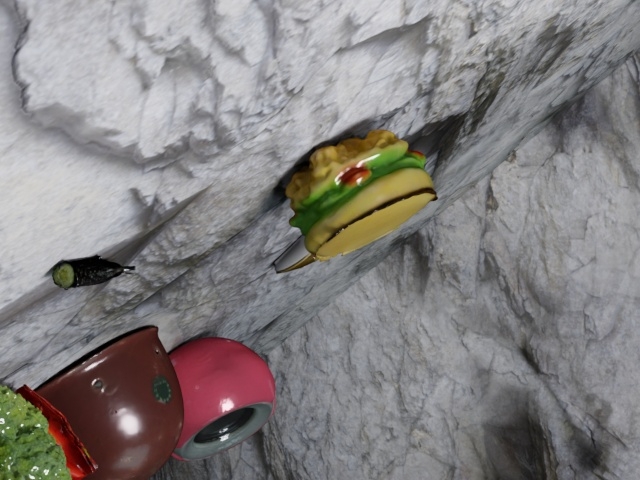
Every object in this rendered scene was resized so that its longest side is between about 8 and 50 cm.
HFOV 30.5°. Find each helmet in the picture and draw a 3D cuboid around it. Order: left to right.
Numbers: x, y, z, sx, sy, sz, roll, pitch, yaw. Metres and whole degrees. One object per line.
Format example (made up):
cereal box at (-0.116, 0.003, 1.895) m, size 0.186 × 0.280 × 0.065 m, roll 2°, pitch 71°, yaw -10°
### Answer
helmet at (-0.388, 0.348, 2.136) m, size 0.385 × 0.230 × 0.337 m, roll -44°, pitch 169°, yaw 36°

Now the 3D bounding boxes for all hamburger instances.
hamburger at (0.055, -0.081, 1.808) m, size 0.237 × 0.149 × 0.237 m, roll -27°, pitch 167°, yaw -7°

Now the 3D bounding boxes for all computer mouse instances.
computer mouse at (0.000, 0.000, 2.355) m, size 0.126 × 0.056 × 0.245 m, roll -26°, pitch 168°, yaw -49°

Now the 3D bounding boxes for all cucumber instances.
cucumber at (-0.285, 0.038, 1.485) m, size 0.163 × 0.043 × 0.039 m, roll -16°, pitch 116°, yaw -75°

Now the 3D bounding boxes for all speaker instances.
speaker at (-0.241, 0.347, 2.575) m, size 0.294 × 0.294 × 0.294 m, roll -35°, pitch 172°, yaw -6°

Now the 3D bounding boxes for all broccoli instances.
broccoli at (-0.480, 0.358, 1.691) m, size 0.302 × 0.254 × 0.186 m, roll -46°, pitch -166°, yaw 26°

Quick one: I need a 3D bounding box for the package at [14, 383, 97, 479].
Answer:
package at (-0.569, 0.400, 1.790) m, size 0.423 × 0.196 × 0.123 m, roll -35°, pitch 178°, yaw -20°
